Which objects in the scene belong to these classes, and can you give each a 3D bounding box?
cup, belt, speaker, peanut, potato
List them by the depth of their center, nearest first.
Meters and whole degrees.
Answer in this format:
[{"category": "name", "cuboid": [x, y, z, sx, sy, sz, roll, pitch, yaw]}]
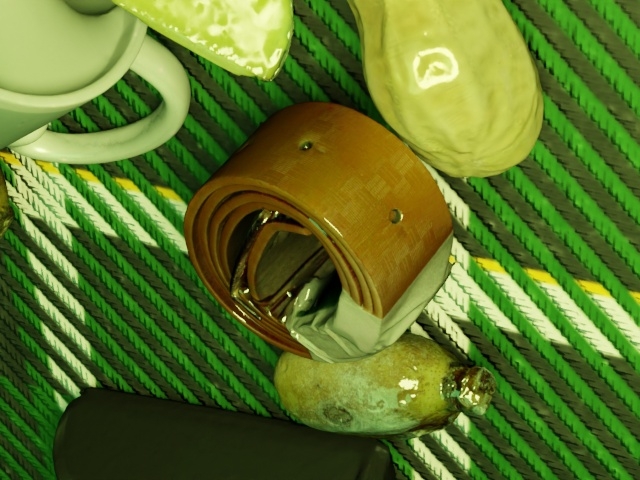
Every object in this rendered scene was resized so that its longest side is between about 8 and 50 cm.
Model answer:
[{"category": "peanut", "cuboid": [0.061, -0.157, 1.025, 0.111, 0.125, 0.274, -14, 113, 37]}, {"category": "potato", "cuboid": [-0.093, -0.201, 1.124, 0.198, 0.054, 0.119, 42, 92, -7]}, {"category": "belt", "cuboid": [0.000, 0.000, 1.135, 0.184, 0.105, 0.261, 38, 155, 5]}, {"category": "cup", "cuboid": [-0.277, -0.154, 1.181, 0.274, 0.259, 0.357, -21, 140, 40]}, {"category": "speaker", "cuboid": [-0.087, 0.269, 1.371, 0.388, 0.184, 0.180, 6, 124, 29]}]

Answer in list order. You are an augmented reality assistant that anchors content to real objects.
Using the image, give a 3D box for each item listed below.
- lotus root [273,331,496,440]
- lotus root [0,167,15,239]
[{"category": "lotus root", "cuboid": [0.053, 0.116, 1.239, 0.192, 0.088, 0.113, -4, 158, 36]}, {"category": "lotus root", "cuboid": [-0.400, -0.066, 1.350, 0.275, 0.152, 0.160, 31, 128, 9]}]
